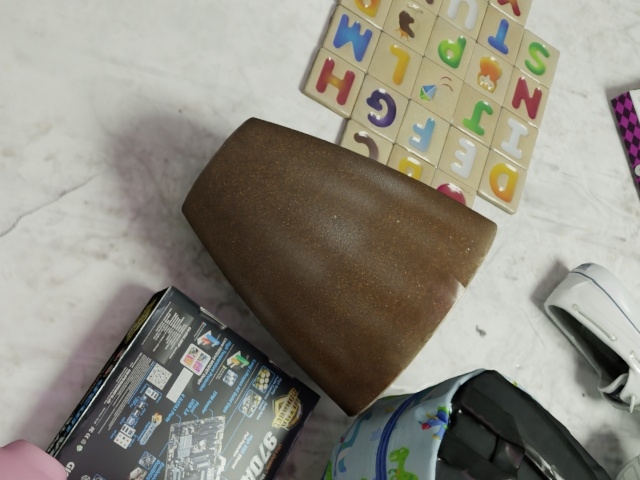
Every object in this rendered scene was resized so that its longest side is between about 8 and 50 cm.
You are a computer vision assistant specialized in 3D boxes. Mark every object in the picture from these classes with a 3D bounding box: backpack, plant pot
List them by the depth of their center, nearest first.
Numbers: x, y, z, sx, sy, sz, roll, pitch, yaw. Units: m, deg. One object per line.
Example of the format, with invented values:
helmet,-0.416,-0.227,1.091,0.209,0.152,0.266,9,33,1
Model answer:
backpack,0.157,0.286,0.816,0.356,0.273,0.290,60,44,-23
plant pot,0.000,0.000,0.831,0.230,0.215,0.215,38,63,0

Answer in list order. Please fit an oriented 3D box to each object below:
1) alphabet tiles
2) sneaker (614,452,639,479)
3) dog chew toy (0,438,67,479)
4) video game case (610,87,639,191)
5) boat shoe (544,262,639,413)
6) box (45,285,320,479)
alphabet tiles,0.136,-0.189,1.039,0.285,0.011,0.343,28,67,-21
sneaker,0.421,0.344,0.971,0.110,0.118,0.292,-15,62,-38
dog chew toy,-0.281,0.279,0.600,0.206,0.206,0.332,41,64,-15
video game case,0.486,-0.094,1.187,0.210,0.042,0.232,-16,87,-30
boat shoe,0.345,0.149,1.036,0.084,0.095,0.258,-36,82,-20
box,-0.124,0.176,0.796,0.175,0.051,0.220,38,64,-16
